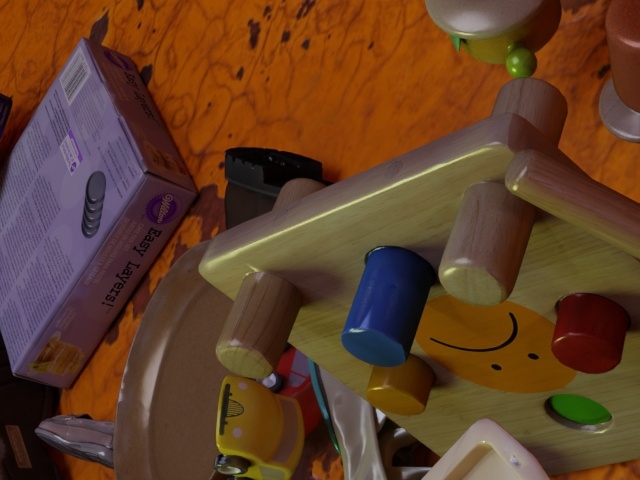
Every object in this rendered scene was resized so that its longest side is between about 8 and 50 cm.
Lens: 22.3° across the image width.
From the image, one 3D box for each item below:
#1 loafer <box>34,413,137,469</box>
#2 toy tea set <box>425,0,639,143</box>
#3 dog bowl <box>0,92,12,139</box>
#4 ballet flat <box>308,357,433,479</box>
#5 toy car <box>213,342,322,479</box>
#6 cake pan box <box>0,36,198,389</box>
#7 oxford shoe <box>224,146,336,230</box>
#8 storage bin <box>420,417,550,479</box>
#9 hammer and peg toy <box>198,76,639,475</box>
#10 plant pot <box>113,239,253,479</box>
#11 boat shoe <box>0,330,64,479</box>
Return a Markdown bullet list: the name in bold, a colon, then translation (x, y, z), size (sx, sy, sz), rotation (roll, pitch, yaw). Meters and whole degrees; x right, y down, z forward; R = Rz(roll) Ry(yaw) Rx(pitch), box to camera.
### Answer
- **loafer**: translation (-0.203, 0.171, 1.423), size (0.125, 0.045, 0.039), rotation (8, 63, 48)
- **toy tea set**: translation (0.168, -0.188, 1.069), size (0.200, 0.124, 0.336), rotation (-15, 53, 16)
- **dog bowl**: translation (-0.420, -0.049, 1.701), size (0.265, 0.104, 0.265), rotation (-59, 17, 31)
- **ballet flat**: translation (0.050, 0.149, 1.064), size (0.086, 0.086, 0.248), rotation (-40, 45, 35)
- **toy car**: translation (-0.028, 0.183, 1.120), size (0.239, 0.053, 0.224), rotation (-41, -47, -79)
- **cake pan box**: translation (-0.237, -0.032, 1.548), size (0.245, 0.070, 0.267), rotation (-54, 37, 18)
- **oxford shoe**: translation (0.000, 0.000, 1.212), size (0.227, 0.083, 0.096), rotation (29, 115, 56)
- **storage bin**: translation (0.120, 0.222, 0.753), size (0.260, 0.262, 0.123), rotation (-51, 39, 25)
- **hammer and peg toy**: translation (0.126, 0.029, 0.850), size (0.361, 0.266, 0.127), rotation (-23, 37, 48)
- **plant pot**: translation (-0.101, 0.117, 1.292), size (0.236, 0.032, 0.236), rotation (-40, 41, 47)
- **boat shoe**: translation (-0.301, 0.192, 1.497), size (0.095, 0.095, 0.257), rotation (-53, 37, 32)
